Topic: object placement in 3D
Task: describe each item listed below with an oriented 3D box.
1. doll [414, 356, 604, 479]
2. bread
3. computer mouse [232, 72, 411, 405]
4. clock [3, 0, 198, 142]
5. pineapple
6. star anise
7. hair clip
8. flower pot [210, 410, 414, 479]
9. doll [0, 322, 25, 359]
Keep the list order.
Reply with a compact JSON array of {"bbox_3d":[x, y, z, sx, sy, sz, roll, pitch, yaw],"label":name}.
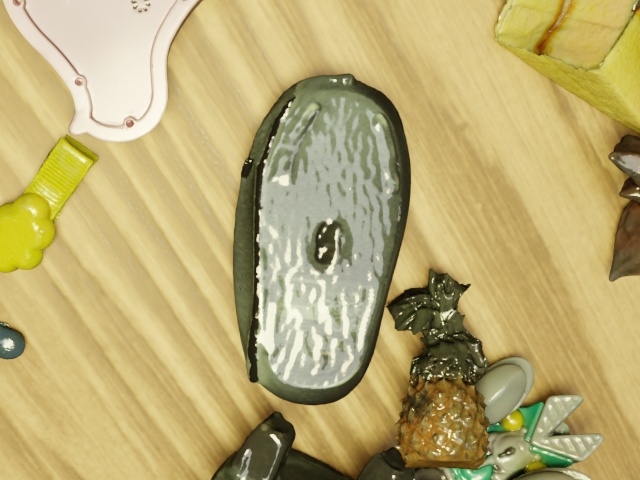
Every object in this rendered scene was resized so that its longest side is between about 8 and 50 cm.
[{"bbox_3d":[0.238,0.284,0.907,0.195,0.153,0.258,39,84,16],"label":"doll"},{"bbox_3d":[0.361,-0.245,0.891,0.264,0.163,0.168,25,97,-47],"label":"bread"},{"bbox_3d":[-0.002,0.000,0.835,0.203,0.114,0.374,10,91,-9],"label":"computer mouse"},{"bbox_3d":[-0.179,-0.262,0.771,0.290,0.080,0.276,-18,104,-5],"label":"clock"},{"bbox_3d":[0.144,0.151,0.867,0.119,0.111,0.237,19,65,-40],"label":"pineapple"},{"bbox_3d":[0.449,-0.078,0.874,0.315,0.108,0.315,-17,127,-24],"label":"star anise"},{"bbox_3d":[-0.316,-0.034,0.807,0.072,0.046,0.173,38,94,-11],"label":"hair clip"},{"bbox_3d":[-0.011,0.375,0.819,0.299,0.299,0.283,25,99,-14],"label":"flower pot"},{"bbox_3d":[-0.400,0.099,0.828,0.125,0.027,0.037,32,93,-11],"label":"doll"}]
